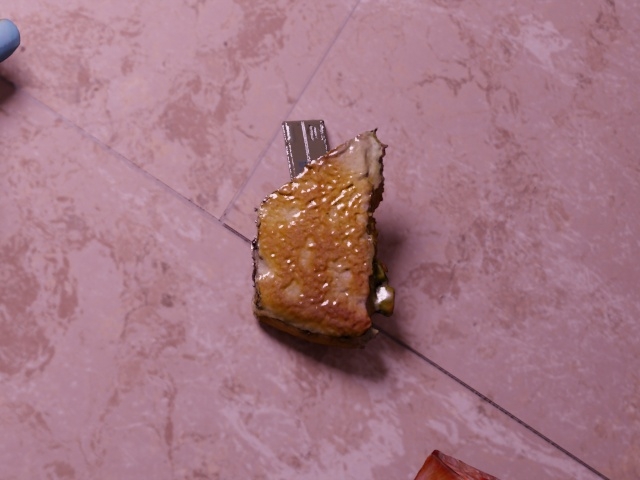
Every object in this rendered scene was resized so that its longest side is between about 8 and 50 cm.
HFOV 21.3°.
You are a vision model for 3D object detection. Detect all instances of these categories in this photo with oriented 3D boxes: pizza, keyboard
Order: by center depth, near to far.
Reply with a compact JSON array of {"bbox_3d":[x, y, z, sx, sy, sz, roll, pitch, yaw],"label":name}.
[{"bbox_3d":[0.000,0.000,1.750,0.147,0.069,0.226,-2,85,-4],"label":"pizza"},{"bbox_3d":[-0.009,-0.067,1.806,0.049,0.015,0.129,-6,75,-17],"label":"keyboard"}]

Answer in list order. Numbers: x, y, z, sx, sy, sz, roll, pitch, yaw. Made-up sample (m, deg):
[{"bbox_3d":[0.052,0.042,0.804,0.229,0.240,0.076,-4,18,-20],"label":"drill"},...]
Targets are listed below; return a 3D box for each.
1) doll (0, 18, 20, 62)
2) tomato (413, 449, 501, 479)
[{"bbox_3d":[-0.465,-0.159,1.566,0.366,0.187,0.376,12,72,-16],"label":"doll"},{"bbox_3d":[0.190,0.343,1.577,0.309,0.309,0.170,37,94,-6],"label":"tomato"}]
